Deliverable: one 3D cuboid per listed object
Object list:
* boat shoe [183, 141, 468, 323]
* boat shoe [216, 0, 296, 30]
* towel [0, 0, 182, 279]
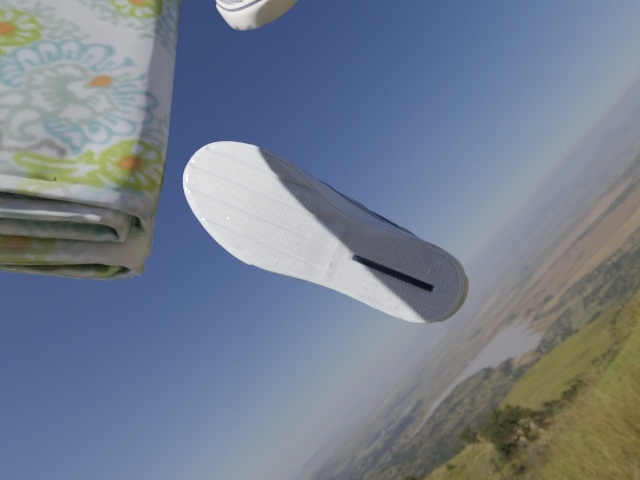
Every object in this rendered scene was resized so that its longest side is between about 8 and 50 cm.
[{"bbox_3d":[0.000,0.000,0.590,0.121,0.335,0.119,-61,-10,1],"label":"boat shoe"},{"bbox_3d":[-0.121,-0.414,0.674,0.127,0.341,0.158,-28,-44,10],"label":"boat shoe"},{"bbox_3d":[-0.275,-0.147,0.392,0.320,0.375,0.090,7,-35,-19],"label":"towel"}]
